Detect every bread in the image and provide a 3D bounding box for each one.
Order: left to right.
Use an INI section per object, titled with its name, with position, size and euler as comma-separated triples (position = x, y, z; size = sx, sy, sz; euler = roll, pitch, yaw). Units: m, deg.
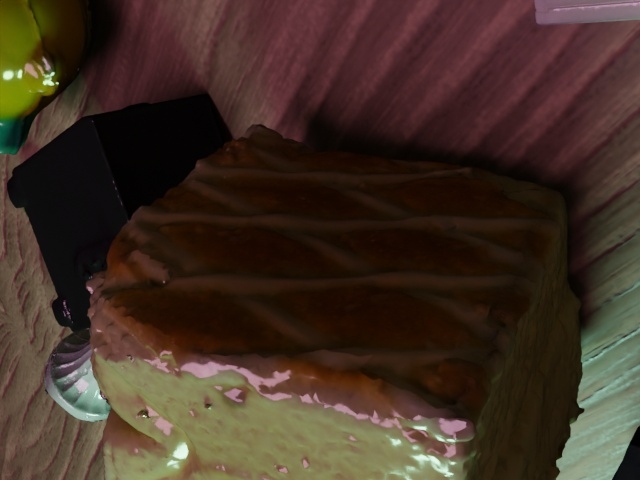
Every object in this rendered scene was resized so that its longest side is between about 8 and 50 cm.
[bread]
position = 0.029, 0.098, 0.761
size = 0.390, 0.371, 0.279
euler = 13, 127, 25

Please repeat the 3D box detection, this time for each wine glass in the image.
[wine glass]
position = -0.346, 0.185, 1.350
size = 0.165, 0.165, 0.196
euler = 46, 135, 5

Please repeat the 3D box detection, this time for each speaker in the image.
[speaker]
position = -0.239, -0.030, 1.036
size = 0.254, 0.184, 0.232
euler = -16, 93, 47

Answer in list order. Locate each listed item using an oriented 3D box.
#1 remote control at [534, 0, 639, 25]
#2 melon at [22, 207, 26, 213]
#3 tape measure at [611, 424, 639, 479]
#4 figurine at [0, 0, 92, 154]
[remote control]
position = 0.279, -0.211, 0.565
size = 0.277, 0.055, 0.102
euler = 7, 124, 37
[melon]
position = -0.375, -0.031, 1.285
size = 0.210, 0.064, 0.118
euler = 10, 121, 34
[tape measure]
position = 0.369, 0.324, 0.751
size = 0.259, 0.262, 0.138
euler = 23, 143, 29
[figurine]
position = -0.432, -0.261, 1.033
size = 0.340, 0.231, 0.323
euler = -1, 114, 48
